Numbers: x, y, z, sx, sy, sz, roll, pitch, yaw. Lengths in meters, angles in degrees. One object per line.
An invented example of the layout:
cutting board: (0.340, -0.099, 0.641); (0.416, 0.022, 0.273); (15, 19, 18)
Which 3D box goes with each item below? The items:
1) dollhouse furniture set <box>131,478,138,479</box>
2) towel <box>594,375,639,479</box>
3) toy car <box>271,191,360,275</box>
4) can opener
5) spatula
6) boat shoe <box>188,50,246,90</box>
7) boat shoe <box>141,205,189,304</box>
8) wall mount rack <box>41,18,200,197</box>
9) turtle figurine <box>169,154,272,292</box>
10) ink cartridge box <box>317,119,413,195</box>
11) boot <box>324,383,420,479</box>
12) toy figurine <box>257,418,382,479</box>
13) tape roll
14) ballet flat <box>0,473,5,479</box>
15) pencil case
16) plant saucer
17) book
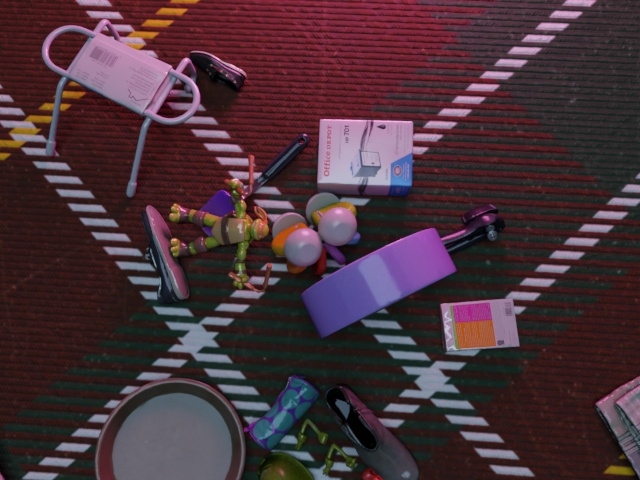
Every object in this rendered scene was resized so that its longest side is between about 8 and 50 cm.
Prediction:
dollhouse furniture set: (-0.377, 0.455, 1.149); (0.076, 0.059, 0.152); (13, 62, 11)
towel: (0.734, 0.373, 1.110); (0.324, 0.056, 0.312); (-29, 81, -2)
toy car: (0.000, 0.000, 1.163); (0.182, 0.159, 0.136); (-32, 116, -4)
can opener: (0.287, -0.005, 1.193); (0.186, 0.073, 0.059); (-30, 120, 0)
spatula: (-0.134, -0.120, 1.229); (0.296, 0.030, 0.084); (-44, 87, -5)
boat shoe: (-0.226, -0.365, 1.263); (0.133, 0.049, 0.042); (26, 75, 1)
boat shoe: (-0.331, 0.031, 1.191); (0.065, 0.075, 0.206); (-22, 84, 9)
wall mount rack: (-0.424, -0.280, 1.223); (0.350, 0.130, 0.304); (27, 79, 6)
turtle figurine: (-0.189, -0.033, 1.171); (0.217, 0.087, 0.270); (0, 103, 18)
ink cartridge box: (0.090, -0.169, 1.206); (0.190, 0.082, 0.140); (2, 81, 1)
boot: (0.089, 0.368, 1.077); (0.083, 0.161, 0.246); (-42, 82, -4)
toy figurine: (0.017, 0.509, 1.006); (0.362, 0.217, 0.191); (41, 105, 14)
tape roll: (0.105, 0.079, 1.066); (0.274, 0.275, 0.090); (-27, 81, -3)
ballet flat: (-0.648, 0.512, 1.121); (0.096, 0.095, 0.281); (9, 91, -7)
pencil case: (-0.073, 0.330, 1.138); (0.070, 0.064, 0.152); (41, 84, -9)
plant saucer: (-0.281, 0.404, 1.117); (0.277, 0.041, 0.278); (3, 71, -8)
book: (0.315, 0.168, 1.169); (0.144, 0.035, 0.096); (-4, 78, 1)
